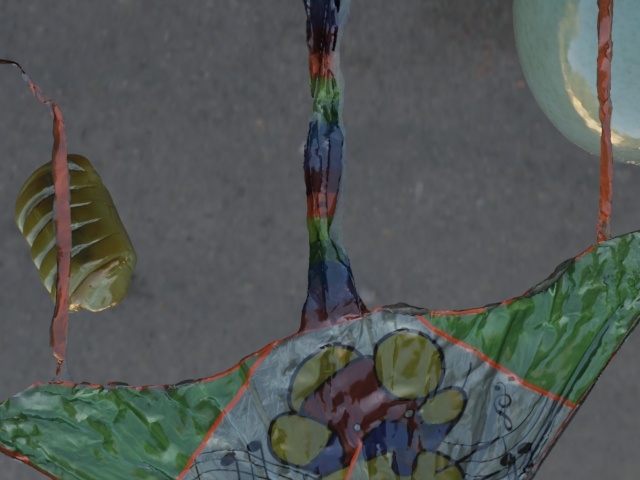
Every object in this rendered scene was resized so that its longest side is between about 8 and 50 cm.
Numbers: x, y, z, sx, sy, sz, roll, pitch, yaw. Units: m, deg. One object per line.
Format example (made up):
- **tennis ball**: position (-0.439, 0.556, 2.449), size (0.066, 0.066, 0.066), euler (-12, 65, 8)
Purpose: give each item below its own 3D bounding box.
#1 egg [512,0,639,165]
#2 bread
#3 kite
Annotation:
- **egg**: position (0.197, -0.145, 0.988), size (0.169, 0.169, 0.236), euler (5, 140, 1)
- **bread**: position (-0.120, -0.003, 0.832), size (0.049, 0.088, 0.034), euler (-29, 144, 4)
- **kite**: position (0.000, 0.000, 0.405), size (0.198, 0.006, 0.244), euler (-10, 112, -10)
